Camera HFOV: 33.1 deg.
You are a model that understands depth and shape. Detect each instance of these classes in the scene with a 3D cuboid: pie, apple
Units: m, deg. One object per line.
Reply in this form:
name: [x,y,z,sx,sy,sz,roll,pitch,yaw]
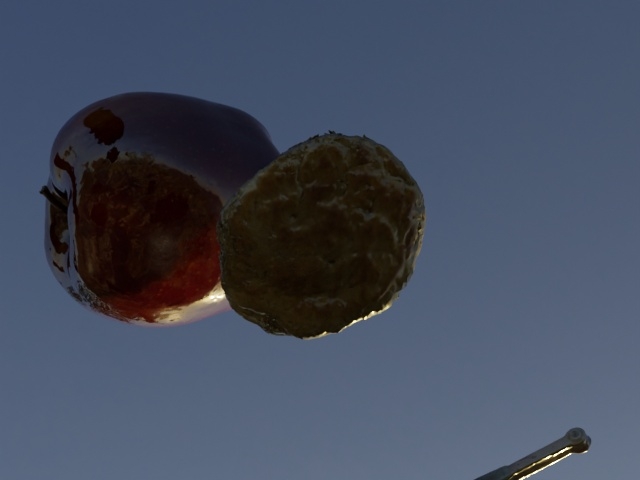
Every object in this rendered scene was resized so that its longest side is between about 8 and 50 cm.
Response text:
pie: [0.000,0.000,0.938,0.194,0.079,0.163,-33,-100,-3]
apple: [-0.185,-0.033,1.293,0.317,0.288,0.288,-7,-40,-35]

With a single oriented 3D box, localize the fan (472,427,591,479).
fan: [0.147,0.265,1.088,0.282,0.057,0.023,-28,-70,6]
